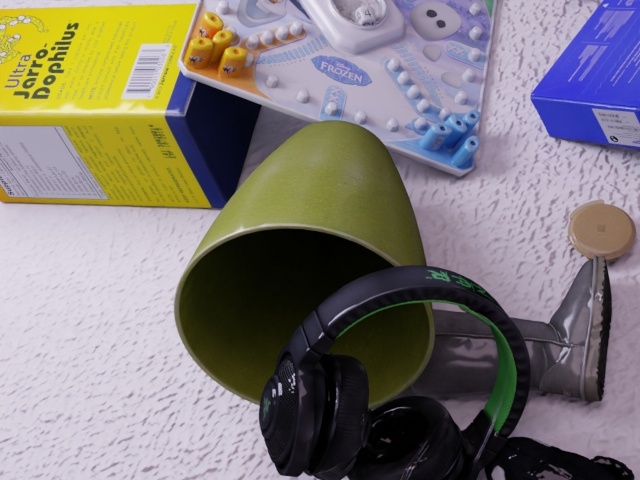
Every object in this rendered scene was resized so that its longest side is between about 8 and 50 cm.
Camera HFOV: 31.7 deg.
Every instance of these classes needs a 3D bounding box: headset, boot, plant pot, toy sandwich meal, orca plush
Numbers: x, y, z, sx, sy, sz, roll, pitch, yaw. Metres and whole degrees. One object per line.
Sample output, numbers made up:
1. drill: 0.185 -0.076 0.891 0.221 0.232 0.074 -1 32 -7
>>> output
1. headset: 0.046 0.213 1.114 0.394 0.243 0.185 -53 23 15
2. boot: 0.213 0.095 1.259 0.209 0.076 0.189 1 54 25
3. plant pot: 0.000 0.000 1.286 0.275 0.274 0.293 -4 38 13
4. toy sandwich meal: 0.326 -0.008 1.319 0.086 0.029 0.085 -5 58 8
5. orca plush: 0.264 0.282 1.084 0.151 0.102 0.287 -28 53 -5

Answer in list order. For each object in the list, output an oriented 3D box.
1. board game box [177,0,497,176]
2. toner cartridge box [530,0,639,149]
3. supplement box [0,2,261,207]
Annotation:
1. board game box: 0.049 -0.309 1.470 0.390 0.050 0.390 19 57 -10
2. toner cartridge box: 0.427 -0.264 1.411 0.165 0.075 0.348 17 61 47
3. supplement box: -0.288 -0.179 1.508 0.357 0.194 0.195 2 56 17
